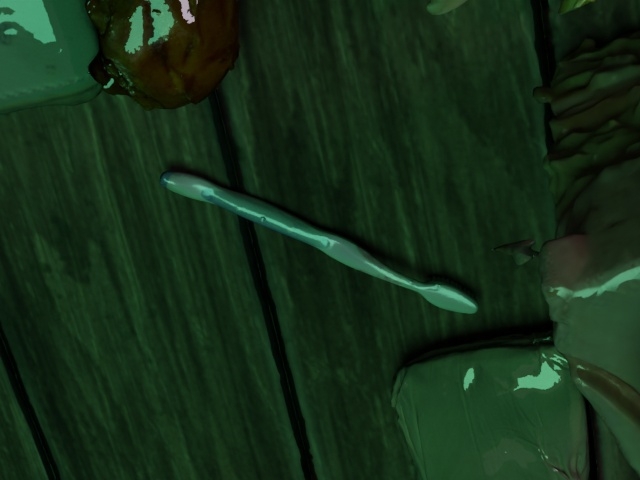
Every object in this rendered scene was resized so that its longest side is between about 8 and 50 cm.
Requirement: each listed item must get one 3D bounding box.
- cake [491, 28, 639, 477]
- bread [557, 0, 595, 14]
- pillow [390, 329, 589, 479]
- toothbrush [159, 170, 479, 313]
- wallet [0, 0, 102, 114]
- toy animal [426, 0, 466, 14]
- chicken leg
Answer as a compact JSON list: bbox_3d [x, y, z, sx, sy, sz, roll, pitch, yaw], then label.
[{"bbox_3d":[0.320,0.000,0.885,0.314,0.307,0.293,-23,114,25],"label":"cake"},{"bbox_3d":[0.202,-0.187,0.951,0.062,0.049,0.103,21,124,10],"label":"bread"},{"bbox_3d":[0.159,0.194,1.181,0.173,0.067,0.270,-7,119,23],"label":"pillow"},{"bbox_3d":[0.000,0.000,1.124,0.269,0.027,0.021,23,106,-1],"label":"toothbrush"},{"bbox_3d":[-0.316,-0.244,1.024,0.252,0.083,0.360,-10,117,13],"label":"wallet"},{"bbox_3d":[0.087,-0.205,0.949,0.091,0.082,0.114,43,121,-12],"label":"toy animal"},{"bbox_3d":[-0.109,-0.226,0.975,0.113,0.093,0.304,-11,122,-21],"label":"chicken leg"}]
